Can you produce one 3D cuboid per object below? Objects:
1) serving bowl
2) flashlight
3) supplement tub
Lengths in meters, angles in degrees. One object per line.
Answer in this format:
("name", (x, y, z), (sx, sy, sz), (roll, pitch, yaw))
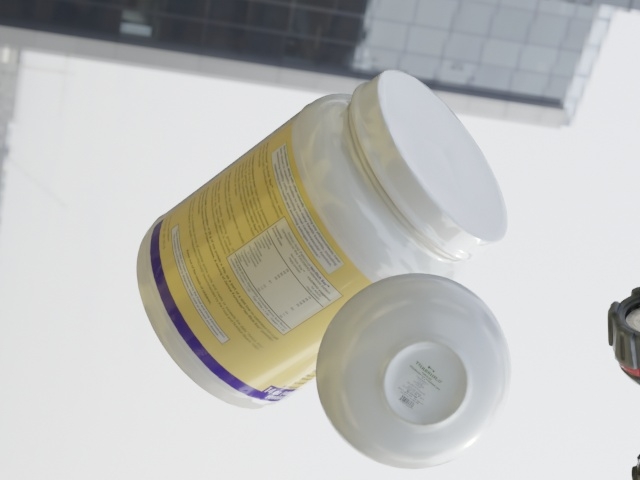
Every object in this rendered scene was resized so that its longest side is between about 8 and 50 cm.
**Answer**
("serving bowl", (0.041, 0.056, 0.556), (0.027, 0.083, 0.083), (-137, -126, -81))
("flashlight", (0.383, 0.198, 1.524), (0.103, 0.103, 0.304), (-107, -175, -57))
("supplement tub", (0.000, 0.000, 1.388), (0.331, 0.241, 0.241), (-34, -140, 26))
